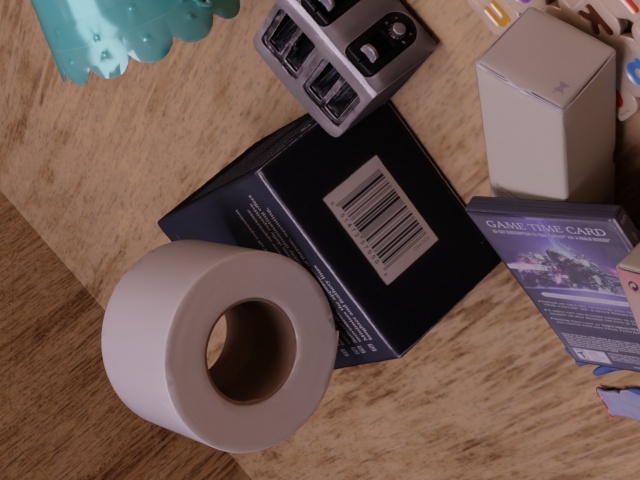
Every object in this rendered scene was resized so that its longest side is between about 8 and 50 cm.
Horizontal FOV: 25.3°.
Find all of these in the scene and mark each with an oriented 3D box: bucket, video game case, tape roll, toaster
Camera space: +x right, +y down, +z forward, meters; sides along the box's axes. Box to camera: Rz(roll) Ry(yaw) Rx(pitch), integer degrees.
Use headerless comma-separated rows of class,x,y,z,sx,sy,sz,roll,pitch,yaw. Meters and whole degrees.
bucket,-0.246,-0.337,1.791,0.281,0.281,0.183,10,131,55
video game case,0.296,0.054,1.523,0.196,0.026,0.274,6,143,48
tape roll,-0.126,0.126,1.754,0.169,0.246,0.246,8,133,55
toaster,0.022,-0.230,1.667,0.168,0.110,0.185,50,156,1

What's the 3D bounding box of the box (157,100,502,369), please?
box,0.000,0.000,1.911,0.293,0.212,0.395,53,155,-9

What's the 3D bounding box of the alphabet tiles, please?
alphabet tiles,0.242,-0.250,1.378,0.278,0.021,0.284,49,155,1

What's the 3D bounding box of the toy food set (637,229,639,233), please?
toy food set,0.352,0.032,1.589,0.192,0.038,0.132,31,143,45

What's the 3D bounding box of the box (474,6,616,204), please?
box,0.236,-0.103,1.466,0.113,0.094,0.275,34,159,27

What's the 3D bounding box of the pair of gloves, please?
pair of gloves,0.380,0.175,1.751,0.159,0.023,0.198,3,128,58

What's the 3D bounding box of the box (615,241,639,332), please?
box,0.414,0.084,1.412,0.127,0.148,0.232,15,138,52
